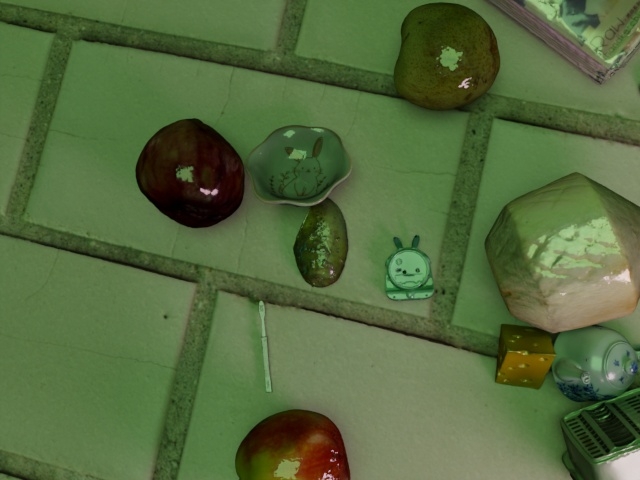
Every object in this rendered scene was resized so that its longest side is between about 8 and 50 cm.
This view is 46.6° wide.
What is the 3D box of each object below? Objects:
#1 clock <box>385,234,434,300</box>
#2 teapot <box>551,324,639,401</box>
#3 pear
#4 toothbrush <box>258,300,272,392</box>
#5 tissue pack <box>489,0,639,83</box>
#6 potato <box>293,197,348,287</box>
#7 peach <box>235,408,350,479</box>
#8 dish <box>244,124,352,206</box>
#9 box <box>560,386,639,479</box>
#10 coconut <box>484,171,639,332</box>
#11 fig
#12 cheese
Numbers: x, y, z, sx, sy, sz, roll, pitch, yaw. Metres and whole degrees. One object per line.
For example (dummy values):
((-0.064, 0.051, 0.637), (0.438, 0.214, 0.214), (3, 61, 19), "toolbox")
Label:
((0.183, 0.059, 1.549), (0.101, 0.041, 0.135), (-5, 81, 7), "clock")
((0.538, 0.233, 1.406), (0.232, 0.159, 0.158), (-10, 79, -30), "teapot")
((0.263, -0.378, 1.525), (0.211, 0.188, 0.228), (7, 81, 11), "pear")
((-0.117, 0.225, 1.579), (0.014, 0.017, 0.194), (-6, 81, 6), "toothbrush")
((0.539, -0.520, 1.541), (0.344, 0.125, 0.242), (40, 88, 9), "tissue pack")
((0.000, 0.000, 1.578), (0.119, 0.054, 0.197), (11, 84, 12), "potato")
((-0.053, 0.436, 1.437), (0.231, 0.231, 0.230), (-1, 82, 8), "peach")
((-0.044, -0.140, 1.575), (0.230, 0.081, 0.229), (-4, 56, 6), "dish")
((0.601, 0.386, 1.359), (0.291, 0.220, 0.166), (-22, 102, 4), "box")
((0.484, 0.023, 1.394), (0.329, 0.329, 0.328), (-1, 82, 8), "coconut")
((-0.269, -0.140, 1.549), (0.224, 0.224, 0.263), (-42, 38, 0), "fig")
((0.395, 0.222, 1.433), (0.093, 0.171, 0.126), (7, 82, 8), "cheese")
